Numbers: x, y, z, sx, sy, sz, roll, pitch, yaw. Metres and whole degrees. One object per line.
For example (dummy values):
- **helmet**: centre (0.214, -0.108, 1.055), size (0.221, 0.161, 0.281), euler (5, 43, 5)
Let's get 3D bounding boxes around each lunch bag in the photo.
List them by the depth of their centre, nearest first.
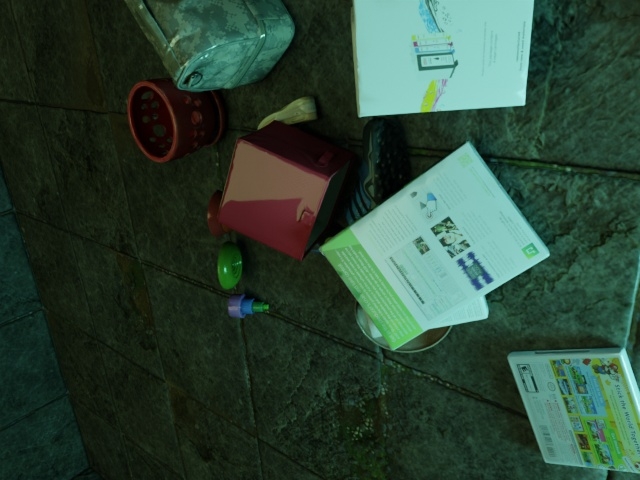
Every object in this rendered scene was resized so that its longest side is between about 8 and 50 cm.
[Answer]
- **lunch bag**: centre (-0.247, -0.459, 1.148), size (0.212, 0.256, 0.305), euler (-36, 83, 47)

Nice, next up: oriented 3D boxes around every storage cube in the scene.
- **storage cube**: centre (-0.068, -0.104, 1.149), size (0.193, 0.183, 0.215), euler (25, 119, 8)

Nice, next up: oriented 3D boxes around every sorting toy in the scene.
- **sorting toy**: centre (-0.193, 0.043, 1.482), size (0.126, 0.127, 0.365), euler (0, 116, 12)

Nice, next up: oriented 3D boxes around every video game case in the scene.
- **video game case**: centre (0.462, 0.299, 1.012), size (0.206, 0.026, 0.227), euler (-15, 98, 47)

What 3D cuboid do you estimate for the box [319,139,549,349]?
- **box**: centre (0.189, 0.014, 0.999), size (0.322, 0.058, 0.232), euler (-35, 89, 19)

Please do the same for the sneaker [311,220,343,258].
- **sneaker**: centre (0.000, 0.000, 1.288), size (0.209, 0.069, 0.082), euler (33, 157, 20)

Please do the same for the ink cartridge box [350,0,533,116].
- **ink cartridge box**: centre (0.162, -0.287, 0.823), size (0.233, 0.171, 0.168), euler (-3, 118, 5)

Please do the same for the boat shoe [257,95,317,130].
- **boat shoe**: centre (-0.071, -0.250, 1.224), size (0.170, 0.063, 0.059), euler (-21, 89, 46)

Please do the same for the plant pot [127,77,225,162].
- **plant pot**: centre (-0.337, -0.298, 1.373), size (0.191, 0.174, 0.191), euler (22, 124, 36)

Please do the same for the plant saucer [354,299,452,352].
- **plant saucer**: centre (0.169, 0.136, 1.154), size (0.199, 0.036, 0.198), euler (4, 115, 8)

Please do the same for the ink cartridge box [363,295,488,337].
- **ink cartridge box**: centre (0.183, 0.079, 1.081), size (0.225, 0.056, 0.181), euler (-14, 104, 21)

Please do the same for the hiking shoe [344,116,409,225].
- **hiking shoe**: centre (0.093, -0.087, 1.110), size (0.132, 0.113, 0.304), euler (14, 119, 38)
